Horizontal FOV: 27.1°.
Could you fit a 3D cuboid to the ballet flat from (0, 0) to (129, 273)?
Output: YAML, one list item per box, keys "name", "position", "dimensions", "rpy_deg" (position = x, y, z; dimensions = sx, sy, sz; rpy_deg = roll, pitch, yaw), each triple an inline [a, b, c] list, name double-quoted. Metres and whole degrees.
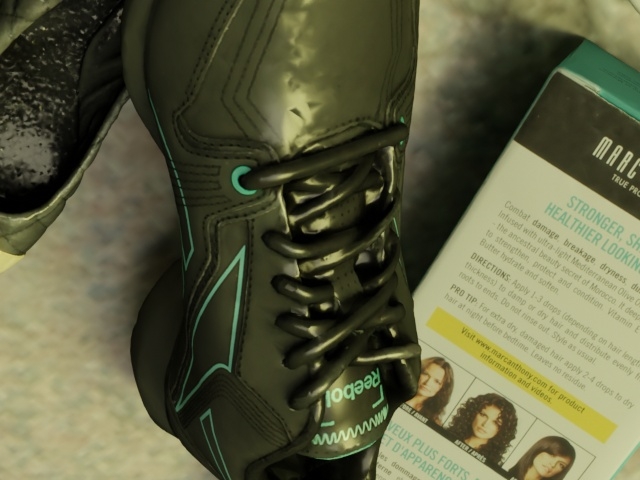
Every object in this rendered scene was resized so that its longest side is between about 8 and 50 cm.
- name: "ballet flat"
  position: [-0.085, -0.051, 0.421]
  dimensions: [0.057, 0.049, 0.173]
  rpy_deg: [22, 117, -28]

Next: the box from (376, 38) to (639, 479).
- name: "box"
  position: [0.074, 0.053, 0.514]
  dimensions: [0.100, 0.060, 0.244]
  rpy_deg: [34, 116, 6]

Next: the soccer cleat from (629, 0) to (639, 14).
- name: "soccer cleat"
  position: [0.139, -0.110, 0.461]
  dimensions: [0.036, 0.029, 0.083]
  rpy_deg: [26, 119, -36]

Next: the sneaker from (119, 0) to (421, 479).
- name: "sneaker"
  position: [0.000, 0.000, 0.424]
  dimensions: [0.101, 0.106, 0.267]
  rpy_deg: [-19, 141, -22]
